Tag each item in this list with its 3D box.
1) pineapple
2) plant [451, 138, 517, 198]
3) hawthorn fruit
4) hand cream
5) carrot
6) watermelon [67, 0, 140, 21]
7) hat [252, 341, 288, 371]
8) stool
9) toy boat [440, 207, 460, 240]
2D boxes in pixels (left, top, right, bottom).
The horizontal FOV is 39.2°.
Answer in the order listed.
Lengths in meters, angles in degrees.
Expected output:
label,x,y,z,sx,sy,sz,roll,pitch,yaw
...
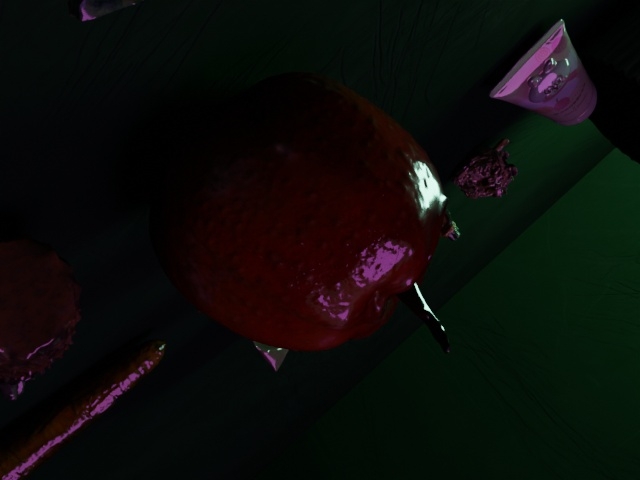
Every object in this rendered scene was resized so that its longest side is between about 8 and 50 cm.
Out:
label,x,y,z,sx,sy,sz,roll,pitch,yaw
pineapple,-0.279,0.083,0.784,0.125,0.125,0.251,-32,173,-29
plant,0.303,-0.140,1.648,0.116,0.104,0.122,-7,-132,41
hawthorn fruit,0.000,0.000,0.811,0.254,0.300,0.254,-40,166,-12
hand cream,0.363,-0.254,1.424,0.147,0.093,0.306,-46,155,18
carrot,-0.326,0.223,1.149,0.314,0.066,0.066,-39,166,-16
watermelon,-0.097,-0.194,0.514,0.155,0.080,0.101,-25,124,-39
hat,-0.065,0.108,1.476,0.166,0.144,0.173,-46,-150,-7
stool,0.647,-0.315,1.544,0.330,0.297,0.297,-43,166,-1
toy boat,0.186,-0.031,1.603,0.089,0.088,0.229,-47,163,22
